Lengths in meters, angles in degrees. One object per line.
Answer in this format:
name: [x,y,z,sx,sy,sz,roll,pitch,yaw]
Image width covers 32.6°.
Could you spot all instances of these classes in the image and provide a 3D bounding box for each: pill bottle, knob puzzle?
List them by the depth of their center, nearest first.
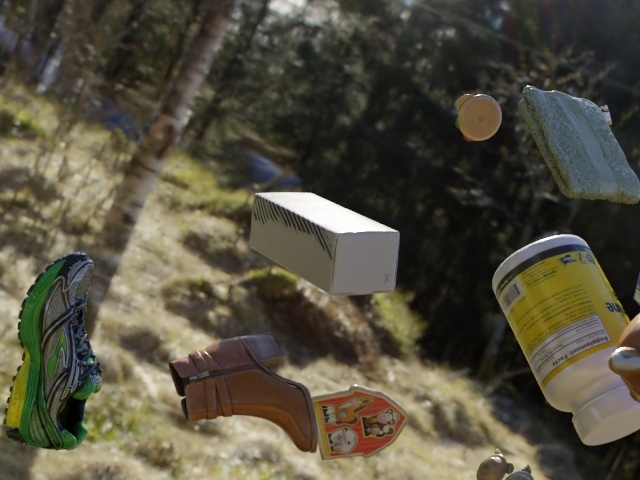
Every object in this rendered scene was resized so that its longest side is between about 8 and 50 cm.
pill bottle: [0.444,0.172,1.886,0.188,0.188,0.334,15,44,-47]
knob puzzle: [0.083,0.372,2.203,0.213,0.213,0.030,22,28,-15]

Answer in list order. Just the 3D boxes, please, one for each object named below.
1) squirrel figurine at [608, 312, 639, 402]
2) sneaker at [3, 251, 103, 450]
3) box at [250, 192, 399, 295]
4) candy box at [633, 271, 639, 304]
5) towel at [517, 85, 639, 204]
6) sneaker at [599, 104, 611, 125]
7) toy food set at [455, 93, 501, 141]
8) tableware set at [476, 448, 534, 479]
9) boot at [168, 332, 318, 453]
squirrel figurine: [0.535,0.239,1.368,0.370,0.397,0.281,16,-8,26]
sneaker: [-0.421,0.187,1.847,0.146,0.343,0.134,12,7,20]
box: [0.000,0.000,1.636,0.113,0.094,0.275,-2,15,-30]
candy box: [0.777,0.057,2.195,0.122,0.317,0.268,-8,35,-19]
towel: [0.277,-0.102,1.168,0.110,0.027,0.148,3,53,-28]
sneaker: [0.429,-0.197,1.742,0.032,0.037,0.083,-12,6,-33]
toy food set: [0.275,-0.213,1.908,0.083,0.082,0.020,-1,14,-12]
tableware set: [0.242,0.384,1.612,0.020,0.168,0.141,42,2,-28]
boot: [-0.100,0.213,1.424,0.152,0.073,0.197,-13,49,-27]
